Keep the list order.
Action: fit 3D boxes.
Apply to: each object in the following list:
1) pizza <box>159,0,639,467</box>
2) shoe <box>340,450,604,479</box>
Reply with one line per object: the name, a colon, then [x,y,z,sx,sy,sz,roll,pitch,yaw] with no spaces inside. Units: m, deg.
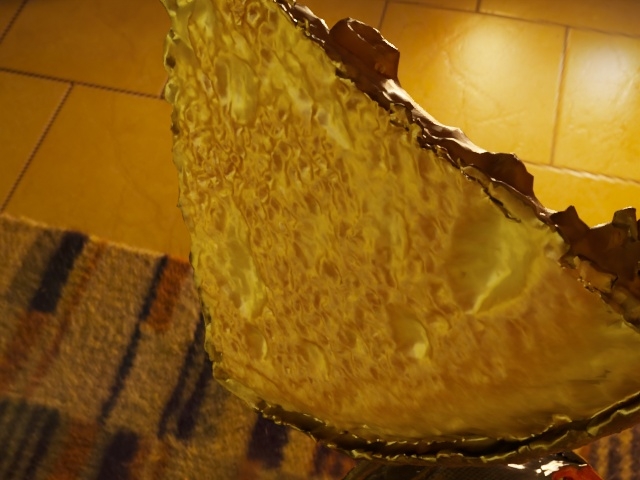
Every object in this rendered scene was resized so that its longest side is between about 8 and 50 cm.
pizza: [0.014,0.029,0.597,0.080,0.392,0.435,-25,59,-35]
shoe: [0.178,0.293,0.876,0.337,0.132,0.171,-3,14,-29]
